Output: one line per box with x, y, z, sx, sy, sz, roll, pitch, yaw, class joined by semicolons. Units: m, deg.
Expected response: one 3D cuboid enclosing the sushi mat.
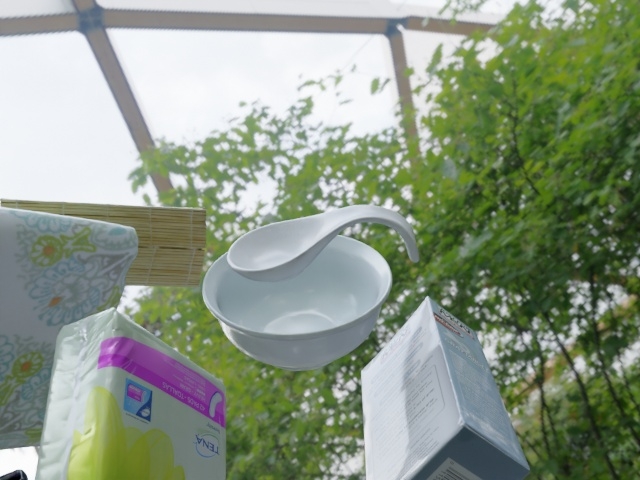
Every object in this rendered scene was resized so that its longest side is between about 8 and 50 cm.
-0.343;0.008;1.130;0.317;0.019;0.151;2;-65;-20;sushi mat

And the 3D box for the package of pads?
-0.198;0.257;0.775;0.101;0.296;0.229;-20;-40;18;package of pads

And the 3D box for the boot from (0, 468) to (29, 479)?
-0.503;0.400;1.004;0.190;0.069;0.086;-25;-53;-29;boot

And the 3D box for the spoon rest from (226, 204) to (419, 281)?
0.000;0.000;1.013;0.277;0.137;0.084;-7;-62;4;spoon rest

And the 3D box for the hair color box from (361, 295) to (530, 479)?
0.159;0.250;1.019;0.185;0.114;0.374;-51;11;16;hair color box

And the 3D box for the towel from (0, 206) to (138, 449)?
-0.450;0.129;0.953;0.321;0.090;0.374;7;-69;-46;towel

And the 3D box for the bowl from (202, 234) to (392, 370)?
-0.033;0.112;1.121;0.298;0.298;0.134;-22;-56;-29;bowl
